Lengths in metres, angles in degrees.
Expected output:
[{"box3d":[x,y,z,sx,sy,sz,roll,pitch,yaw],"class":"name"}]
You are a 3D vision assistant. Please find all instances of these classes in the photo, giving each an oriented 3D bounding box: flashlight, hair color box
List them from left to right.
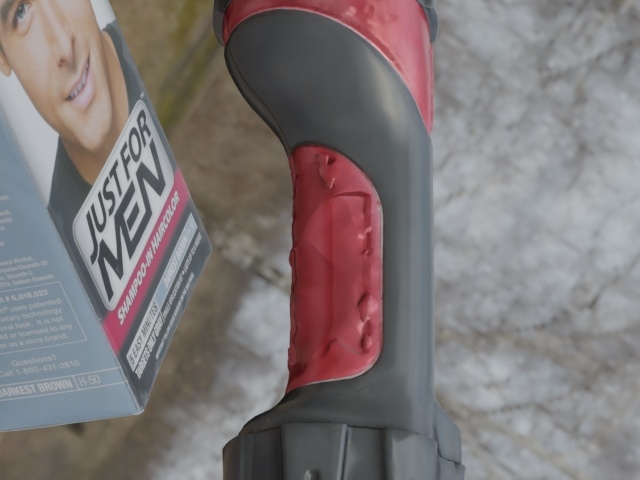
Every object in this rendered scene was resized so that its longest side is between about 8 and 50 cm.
[{"box3d":[-0.200,-0.084,1.202,0.113,0.374,0.185,-9,-148,20],"class":"hair color box"},{"box3d":[0.000,0.000,0.802,0.103,0.103,0.304,-13,-120,28],"class":"flashlight"}]
